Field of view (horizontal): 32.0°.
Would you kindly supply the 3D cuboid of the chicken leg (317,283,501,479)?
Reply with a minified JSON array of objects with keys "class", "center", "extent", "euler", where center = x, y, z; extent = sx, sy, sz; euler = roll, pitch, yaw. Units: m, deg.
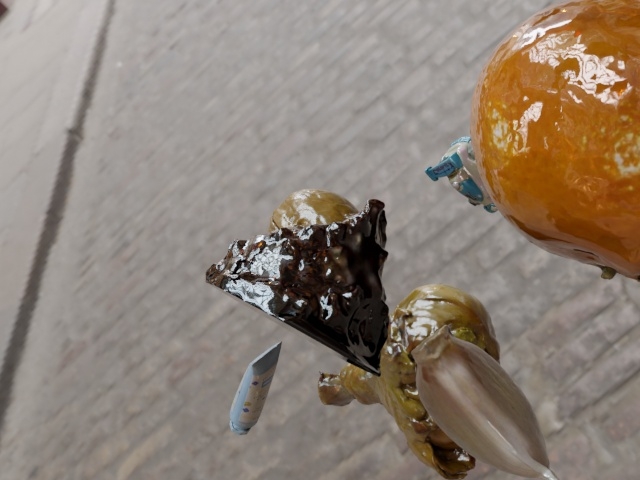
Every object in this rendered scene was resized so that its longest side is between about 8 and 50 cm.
[{"class":"chicken leg","center":[0.135,0.242,1.757],"extent":[0.182,0.295,0.409],"euler":[-18,-7,-40]}]

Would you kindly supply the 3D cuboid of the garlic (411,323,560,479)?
[{"class":"garlic","center":[0.210,0.218,1.305],"extent":[0.128,0.266,0.148],"euler":[-55,-13,30]}]

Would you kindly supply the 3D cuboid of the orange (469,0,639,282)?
[{"class":"orange","center":[0.381,-0.112,1.336],"extent":[0.424,0.424,0.326],"euler":[12,94,61]}]

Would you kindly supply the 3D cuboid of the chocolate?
[{"class":"chocolate","center":[0.001,0.021,1.259],"extent":[0.177,0.206,0.224],"euler":[-61,13,-7]}]

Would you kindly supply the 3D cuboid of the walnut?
[{"class":"walnut","center":[0.000,0.000,1.878],"extent":[0.207,0.167,0.167],"euler":[34,79,36]}]

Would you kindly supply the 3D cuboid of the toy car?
[{"class":"toy car","center":[0.286,-0.111,2.128],"extent":[0.098,0.161,0.126],"euler":[-36,6,-30]}]

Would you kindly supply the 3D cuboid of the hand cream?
[{"class":"hand cream","center":[-0.094,0.209,1.554],"extent":[0.065,0.043,0.170],"euler":[-38,-24,-44]}]
